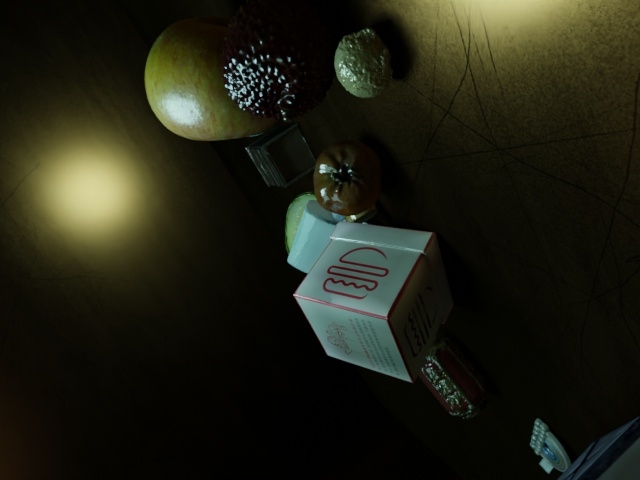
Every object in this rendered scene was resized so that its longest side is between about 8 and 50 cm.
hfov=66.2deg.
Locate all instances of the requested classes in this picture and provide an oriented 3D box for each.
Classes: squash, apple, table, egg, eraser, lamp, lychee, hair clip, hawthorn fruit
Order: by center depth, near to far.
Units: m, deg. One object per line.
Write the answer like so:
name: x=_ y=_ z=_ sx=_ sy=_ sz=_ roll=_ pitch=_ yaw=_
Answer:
egg: x=0.086 y=-0.351 z=0.976 sx=0.140 sy=0.118 sz=0.116 roll=55 pitch=-147 yaw=-48
lychee: x=-0.091 y=-0.412 z=1.113 sx=0.276 sy=0.275 sz=0.305 roll=123 pitch=136 yaw=-76
hawthorn fruit: x=0.085 y=-0.159 z=1.332 sx=0.199 sy=0.199 sz=0.251 roll=51 pitch=-169 yaw=13
apple: x=-0.294 y=-0.464 z=1.396 sx=0.400 sy=0.399 sz=0.334 roll=29 pitch=130 yaw=61
hair clip: x=0.695 y=0.630 z=1.469 sx=0.140 sy=0.054 sz=0.220 roll=50 pitch=164 yaw=44
lamp: x=0.440 y=0.457 z=1.648 sx=0.274 sy=0.177 sz=0.177 roll=51 pitch=166 yaw=11
table: x=-0.137 y=-0.296 z=1.727 sx=0.169 sy=0.172 sz=0.193 roll=59 pitch=166 yaw=-20
eraser: x=0.000 y=0.000 z=1.802 sx=0.188 sy=0.104 sz=0.290 roll=18 pitch=133 yaw=-4
squash: x=-0.018 y=-0.045 z=1.880 sx=0.233 sy=0.210 sz=0.309 roll=14 pitch=160 yaw=10

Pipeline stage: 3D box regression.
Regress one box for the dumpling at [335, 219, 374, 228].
dumpling: x=0.153 y=0.010 z=1.612 sx=0.247 sy=0.142 sz=0.173 roll=32 pitch=135 yaw=11

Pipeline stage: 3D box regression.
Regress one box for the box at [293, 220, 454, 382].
box: x=0.161 y=0.165 z=1.386 sx=0.312 sy=0.300 sz=0.315 roll=9 pitch=139 yaw=35

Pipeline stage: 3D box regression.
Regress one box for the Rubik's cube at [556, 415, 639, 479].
Rubik's cube: x=0.630 y=0.571 z=0.956 sx=0.305 sy=0.310 sz=0.307 roll=47 pitch=167 yaw=30

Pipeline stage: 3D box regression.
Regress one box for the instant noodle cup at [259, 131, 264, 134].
instant noodle cup: x=-0.253 y=-0.456 z=1.717 sx=0.216 sy=0.215 sz=0.236 roll=56 pitch=175 yaw=-8

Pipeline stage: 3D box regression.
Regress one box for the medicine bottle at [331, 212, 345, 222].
medicine bottle: x=0.087 y=-0.120 z=1.591 sx=0.084 sy=0.083 sz=0.203 roll=52 pitch=168 yaw=7

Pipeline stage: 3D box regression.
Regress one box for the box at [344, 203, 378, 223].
box: x=0.125 y=-0.082 z=1.505 sx=0.037 sy=0.105 sz=0.105 roll=61 pitch=168 yaw=12
